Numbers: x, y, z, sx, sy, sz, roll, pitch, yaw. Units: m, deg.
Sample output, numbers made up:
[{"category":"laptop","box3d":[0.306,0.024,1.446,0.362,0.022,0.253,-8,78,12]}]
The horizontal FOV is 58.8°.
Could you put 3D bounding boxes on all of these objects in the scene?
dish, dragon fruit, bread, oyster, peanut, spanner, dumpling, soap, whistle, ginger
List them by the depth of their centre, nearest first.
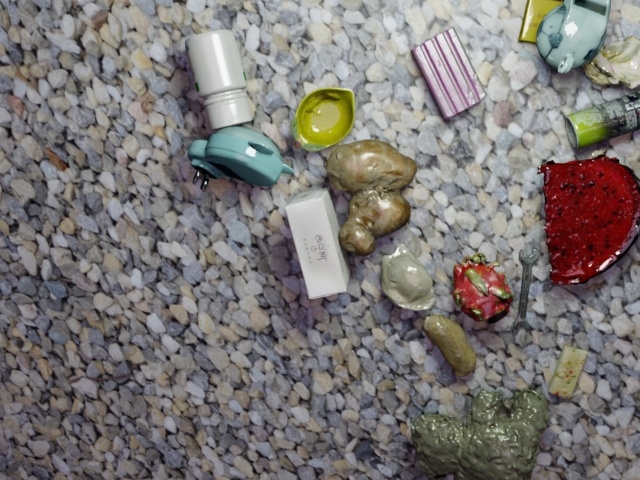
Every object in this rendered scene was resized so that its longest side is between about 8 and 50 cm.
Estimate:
[{"category":"whistle","box3d":[0.592,-0.507,1.331,0.163,0.163,0.290,17,69,3]},{"category":"oyster","box3d":[0.747,-0.426,1.397,0.209,0.072,0.133,-15,87,-7]},{"category":"soap","box3d":[0.328,-0.425,1.449,0.122,0.065,0.203,-26,99,13]},{"category":"dragon fruit","box3d":[0.704,-0.064,1.474,0.282,0.100,0.344,-8,106,8]},{"category":"ginger","box3d":[0.138,-0.113,1.500,0.244,0.155,0.304,-8,95,-19]},{"category":"dish","box3d":[0.009,-0.325,1.511,0.207,0.080,0.149,-40,100,13]},{"category":"dragon fruit","box3d":[0.433,0.127,1.532,0.172,0.160,0.166,54,146,-3]},{"category":"dumpling","box3d":[0.237,0.111,1.577,0.136,0.118,0.199,-25,78,11]},{"category":"spanner","box3d":[0.571,0.142,1.588,0.054,0.015,0.255,2,105,5]},{"category":"peanut","box3d":[0.372,0.294,1.613,0.099,0.099,0.214,-29,97,13]},{"category":"bread","box3d":[0.708,0.376,1.623,0.068,0.028,0.154,16,104,5]}]

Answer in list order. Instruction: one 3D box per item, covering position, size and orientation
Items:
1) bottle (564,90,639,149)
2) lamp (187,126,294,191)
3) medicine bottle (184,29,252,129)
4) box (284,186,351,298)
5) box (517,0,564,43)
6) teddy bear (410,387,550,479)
[{"category":"bottle","box3d":[0.786,-0.321,1.401,0.329,0.093,0.093,-18,101,12]},{"category":"lamp","box3d":[-0.225,-0.219,1.513,0.283,0.209,0.147,-7,67,23]},{"category":"medicine bottle","box3d":[-0.262,-0.419,1.494,0.139,0.139,0.237,-12,103,10]},{"category":"box","box3d":[0.000,0.000,1.534,0.111,0.194,0.261,-10,102,10]},{"category":"box","box3d":[0.591,-0.618,1.378,0.153,0.041,0.279,10,106,4]},{"category":"teddy bear","box3d":[0.445,0.580,1.645,0.367,0.224,0.358,13,108,20]}]
